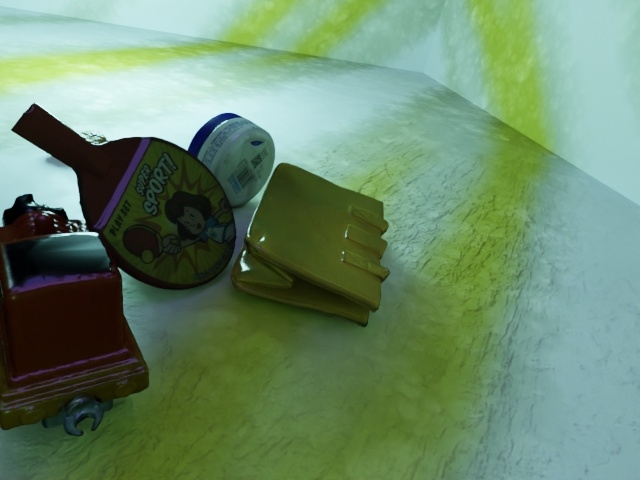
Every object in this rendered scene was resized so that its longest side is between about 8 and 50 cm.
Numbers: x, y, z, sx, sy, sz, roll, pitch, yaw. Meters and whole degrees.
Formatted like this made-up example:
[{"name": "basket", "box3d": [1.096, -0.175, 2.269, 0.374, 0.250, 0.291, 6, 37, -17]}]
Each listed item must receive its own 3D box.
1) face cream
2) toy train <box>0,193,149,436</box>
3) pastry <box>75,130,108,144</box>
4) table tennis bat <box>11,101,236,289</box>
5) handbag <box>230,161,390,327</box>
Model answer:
[{"name": "face cream", "box3d": [-0.201, -0.181, 1.172, 0.111, 0.205, 0.206, 30, 34, 24]}, {"name": "toy train", "box3d": [-0.338, 0.081, 0.645, 0.163, 0.231, 0.369, -8, 35, -34]}, {"name": "pastry", "box3d": [-0.601, -0.243, 1.264, 0.080, 0.056, 0.140, 43, 37, 23]}, {"name": "table tennis bat", "box3d": [-0.309, -0.078, 0.865, 0.415, 0.051, 0.268, 39, 50, -33]}, {"name": "handbag", "box3d": [0.000, 0.000, 1.033, 0.283, 0.133, 0.401, 18, 30, -2]}]
